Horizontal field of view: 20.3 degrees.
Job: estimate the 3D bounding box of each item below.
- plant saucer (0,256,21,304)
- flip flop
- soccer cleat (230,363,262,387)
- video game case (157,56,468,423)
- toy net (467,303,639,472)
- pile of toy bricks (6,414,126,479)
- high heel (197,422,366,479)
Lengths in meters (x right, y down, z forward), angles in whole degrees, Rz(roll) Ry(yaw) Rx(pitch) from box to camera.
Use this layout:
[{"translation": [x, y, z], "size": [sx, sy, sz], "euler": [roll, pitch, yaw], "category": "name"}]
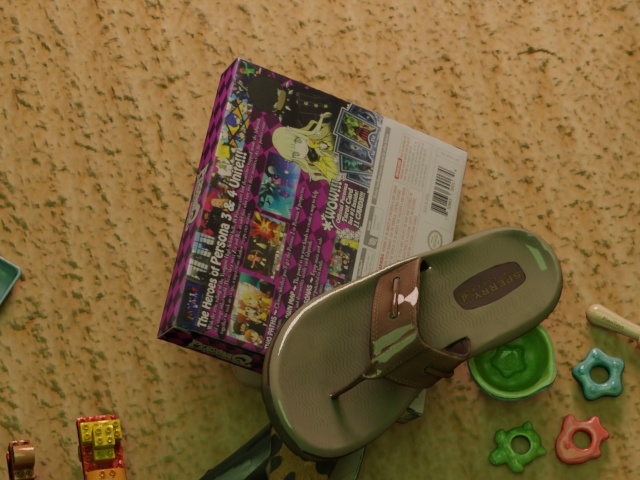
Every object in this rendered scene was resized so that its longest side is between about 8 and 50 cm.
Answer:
[{"translation": [-0.315, 0.089, 1.425], "size": [0.067, 0.018, 0.192], "euler": [30, 76, 10], "category": "plant saucer"}, {"translation": [0.075, 0.063, 1.304], "size": [0.277, 0.080, 0.112], "euler": [-26, 85, -27], "category": "flip flop"}, {"translation": [-0.038, 0.018, 1.406], "size": [0.068, 0.076, 0.196], "euler": [5, 74, 3], "category": "soccer cleat"}, {"translation": [0.000, 0.000, 1.367], "size": [0.210, 0.042, 0.232], "euler": [21, 63, -19], "category": "video game case"}, {"translation": [0.233, 0.100, 1.390], "size": [0.232, 0.045, 0.122], "euler": [-13, 73, -2], "category": "toy net"}, {"translation": [-0.172, 0.220, 1.313], "size": [0.118, 0.105, 0.212], "euler": [-5, 64, -17], "category": "pile of toy bricks"}, {"translation": [0.015, 0.246, 1.327], "size": [0.186, 0.093, 0.261], "euler": [-35, 67, -1], "category": "high heel"}]
